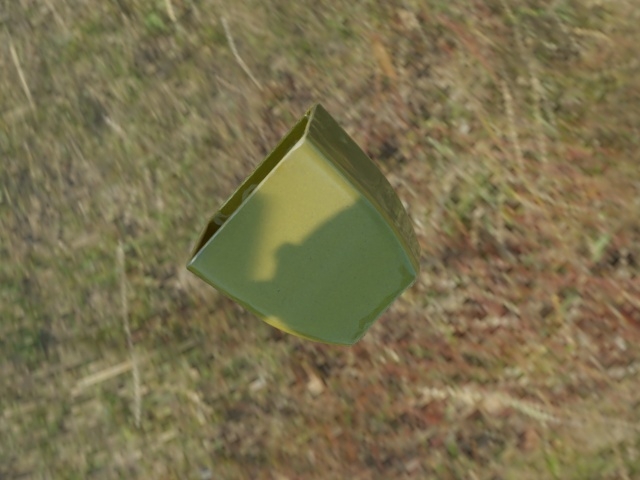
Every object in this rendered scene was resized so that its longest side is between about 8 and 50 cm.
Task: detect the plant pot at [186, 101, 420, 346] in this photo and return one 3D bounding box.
[{"bbox_3d":[0.000,0.000,0.838,0.083,0.081,0.081,41,104,-8],"label":"plant pot"}]
